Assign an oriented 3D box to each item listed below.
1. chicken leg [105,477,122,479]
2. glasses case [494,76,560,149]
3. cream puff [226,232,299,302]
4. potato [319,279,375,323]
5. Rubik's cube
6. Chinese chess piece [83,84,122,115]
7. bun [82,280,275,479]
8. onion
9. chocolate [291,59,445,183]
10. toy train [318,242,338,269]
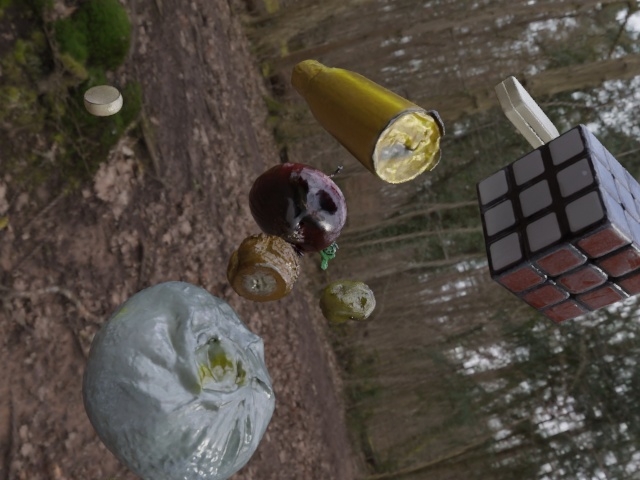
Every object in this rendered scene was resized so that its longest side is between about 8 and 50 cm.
[{"bbox_3d":[-0.484,0.685,1.768,0.227,0.103,0.088,38,48,-30],"label":"chicken leg"},{"bbox_3d":[0.654,-0.370,2.113,0.312,0.070,0.131,33,37,-38],"label":"glasses case"},{"bbox_3d":[-0.119,0.052,1.425,0.115,0.165,0.150,-78,151,-46],"label":"cream puff"},{"bbox_3d":[0.094,0.217,2.451,0.154,0.200,0.137,-121,-153,-70],"label":"potato"},{"bbox_3d":[0.584,-0.028,1.600,0.305,0.303,0.301,34,42,-33],"label":"Rubik's cube"},{"bbox_3d":[-0.713,-0.459,2.235,0.051,0.122,0.122,96,-21,-45],"label":"Chinese chess piece"},{"bbox_3d":[-0.223,0.242,1.171,0.362,0.211,0.362,36,41,-39],"label":"bun"},{"bbox_3d":[-0.051,-0.109,1.845,0.273,0.272,0.285,79,28,-48],"label":"onion"},{"bbox_3d":[0.074,-0.276,1.414,0.445,0.162,0.162,49,-22,48],"label":"chocolate"},{"bbox_3d":[0.000,0.000,1.996,0.149,0.081,0.099,54,12,-18],"label":"toy train"}]
